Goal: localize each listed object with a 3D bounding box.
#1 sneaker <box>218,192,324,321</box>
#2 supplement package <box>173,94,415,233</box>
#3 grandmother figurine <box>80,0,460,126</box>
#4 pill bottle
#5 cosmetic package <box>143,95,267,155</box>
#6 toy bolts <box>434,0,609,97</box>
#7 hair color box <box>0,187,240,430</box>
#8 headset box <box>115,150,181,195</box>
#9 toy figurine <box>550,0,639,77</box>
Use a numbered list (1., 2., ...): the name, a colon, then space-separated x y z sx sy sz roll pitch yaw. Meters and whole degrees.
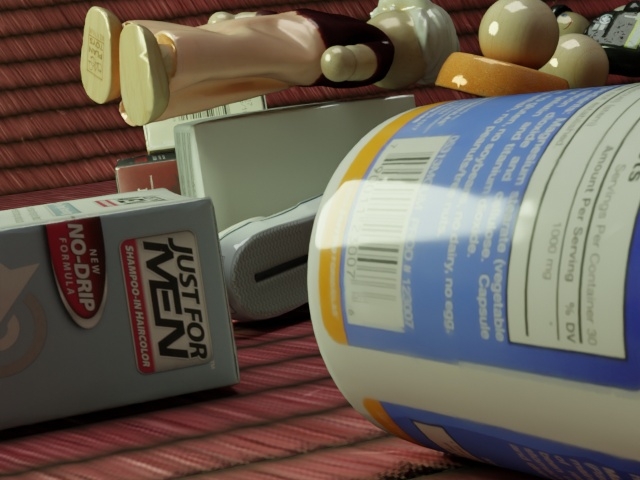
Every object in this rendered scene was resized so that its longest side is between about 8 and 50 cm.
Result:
1. sneaker: 0.000 0.000 0.910 0.258 0.094 0.091 -12 8 -42
2. supplement package: -0.023 -0.046 1.068 0.194 0.149 0.203 -9 7 -11
3. grandmother figurine: -0.024 -0.158 0.993 0.342 0.104 0.208 -9 34 -35
4. pill bottle: 0.130 0.018 0.416 0.152 0.152 0.272 -13 10 -36
5. cosmetic package: -0.155 -0.133 1.603 0.160 0.113 0.309 -9 -15 -5
6. toy bolts: 0.205 -0.091 0.936 0.218 0.158 0.228 18 7 13
7. hair color box: -0.252 0.051 0.692 0.374 0.114 0.185 -10 7 -15
8. headset box: -0.114 -0.053 1.356 0.293 0.110 0.218 -8 7 -7
9. toy figurine: 0.296 -0.125 1.124 0.148 0.210 0.213 13 19 37
